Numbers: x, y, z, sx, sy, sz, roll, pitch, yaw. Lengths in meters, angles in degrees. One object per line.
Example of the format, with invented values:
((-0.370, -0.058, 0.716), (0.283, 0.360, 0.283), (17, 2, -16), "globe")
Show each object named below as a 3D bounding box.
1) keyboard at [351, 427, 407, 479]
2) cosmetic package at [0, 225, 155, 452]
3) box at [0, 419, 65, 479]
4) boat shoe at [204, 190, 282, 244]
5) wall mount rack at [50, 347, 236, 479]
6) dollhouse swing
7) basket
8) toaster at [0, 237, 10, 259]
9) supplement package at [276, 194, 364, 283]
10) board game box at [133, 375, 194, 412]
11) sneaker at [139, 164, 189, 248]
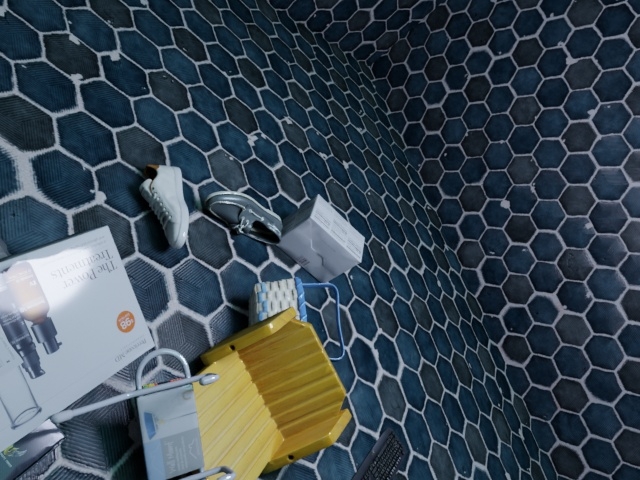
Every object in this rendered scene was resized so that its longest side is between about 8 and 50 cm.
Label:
((0.219, 0.780, 1.503), (0.317, 0.033, 0.202), (-25, 84, -56), "keyboard")
((-0.515, 0.163, 0.840), (0.377, 0.097, 0.285), (-37, 115, -58), "cosmetic package")
((-0.602, 0.327, 0.804), (0.233, 0.059, 0.183), (55, 32, -3), "box")
((-0.246, -0.070, 1.540), (0.319, 0.116, 0.099), (25, 41, -46), "boat shoe")
((-0.335, 0.399, 0.895), (0.303, 0.130, 0.350), (-8, 82, -27), "wall mount rack")
((-0.134, 0.402, 1.116), (0.347, 0.315, 0.305), (63, 9, -1), "dollhouse swing")
((-0.073, 0.237, 1.398), (0.288, 0.201, 0.255), (5, 54, -13), "basket")
((-0.648, 0.105, 0.871), (0.227, 0.129, 0.146), (60, 36, -9), "toaster")
((0.000, 0.000, 1.713), (0.262, 0.204, 0.145), (42, 37, -21), "supplement package")
((-0.345, 0.414, 1.070), (0.141, 0.048, 0.170), (4, 60, -50), "board game box")
((-0.458, -0.100, 1.321), (0.123, 0.106, 0.290), (8, 48, -38), "sneaker")
